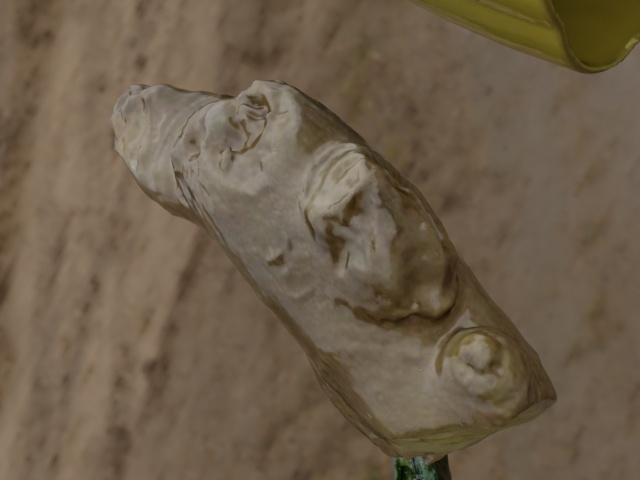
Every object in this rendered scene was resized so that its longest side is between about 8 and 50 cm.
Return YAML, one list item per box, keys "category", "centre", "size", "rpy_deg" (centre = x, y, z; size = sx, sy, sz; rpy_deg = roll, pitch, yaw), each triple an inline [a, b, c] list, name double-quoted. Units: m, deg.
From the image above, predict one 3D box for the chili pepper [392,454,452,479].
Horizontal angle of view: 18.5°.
- category: "chili pepper"
  centre: [0.102, 0.228, 1.732]
  size: [0.050, 0.073, 0.182]
  rpy_deg: [-19, 84, 20]

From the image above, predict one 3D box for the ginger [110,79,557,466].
- category: "ginger"
  centre: [0.002, -0.001, 0.772]
  size: [0.074, 0.213, 0.137]
  rpy_deg: [-34, -11, -29]

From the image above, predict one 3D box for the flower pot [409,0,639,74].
- category: "flower pot"
  centre: [0.084, -0.196, 0.978]
  size: [0.179, 0.195, 0.195]
  rpy_deg: [19, 80, 31]
